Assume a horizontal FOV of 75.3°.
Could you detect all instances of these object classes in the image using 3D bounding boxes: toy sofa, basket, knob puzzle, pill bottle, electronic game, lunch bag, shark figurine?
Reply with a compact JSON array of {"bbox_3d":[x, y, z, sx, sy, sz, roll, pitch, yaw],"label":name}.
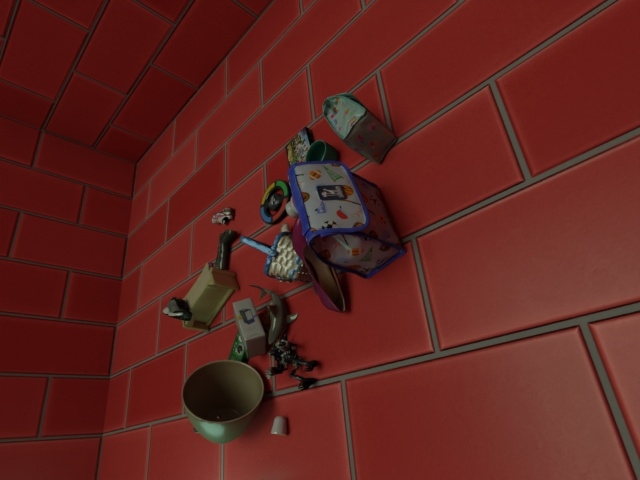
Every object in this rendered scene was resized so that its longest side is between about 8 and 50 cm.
[{"bbox_3d":[-0.595,0.299,2.205,0.363,0.150,0.177,-52,40,21],"label":"toy sofa"},{"bbox_3d":[-0.163,0.058,1.701,0.288,0.254,0.201,27,92,23],"label":"basket"},{"bbox_3d":[-0.210,0.350,1.848,0.213,0.030,0.213,-21,60,43],"label":"knob puzzle"},{"bbox_3d":[-0.063,-0.177,1.822,0.193,0.108,0.108,-33,53,36],"label":"pill bottle"},{"bbox_3d":[-0.227,-0.191,2.057,0.229,0.048,0.229,-21,61,42],"label":"electronic game"},{"bbox_3d":[0.073,-0.084,1.425,0.239,0.385,0.328,-41,48,31],"label":"lunch bag"},{"bbox_3d":[0.138,-0.448,1.614,0.160,0.223,0.262,-51,42,14],"label":"lunch bag"},{"bbox_3d":[-0.208,0.280,1.780,0.166,0.116,0.278,-34,56,15],"label":"shark figurine"}]

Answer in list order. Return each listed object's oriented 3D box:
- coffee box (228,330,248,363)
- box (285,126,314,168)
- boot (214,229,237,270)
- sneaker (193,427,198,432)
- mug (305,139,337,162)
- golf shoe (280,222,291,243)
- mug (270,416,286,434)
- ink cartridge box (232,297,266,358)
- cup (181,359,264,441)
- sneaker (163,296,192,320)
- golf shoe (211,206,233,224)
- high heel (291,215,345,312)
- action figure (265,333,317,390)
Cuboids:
[{"bbox_3d":[-0.370,0.501,1.960,0.113,0.040,0.184,17,88,50],"label":"coffee box"},{"bbox_3d":[-0.090,-0.409,1.989,0.159,0.044,0.233,-37,51,33],"label":"box"},{"bbox_3d":[-0.524,0.056,2.275,0.189,0.076,0.209,-26,49,57],"label":"boot"},{"bbox_3d":[-0.595,0.896,2.042,0.158,0.064,0.061,-48,46,25],"label":"sneaker"},{"bbox_3d":[0.005,-0.351,1.821,0.158,0.097,0.129,-54,44,20],"label":"mug"},{"bbox_3d":[-0.130,-0.003,1.881,0.086,0.069,0.176,-19,67,24],"label":"golf shoe"},{"bbox_3d":[-0.166,0.730,1.634,0.078,0.062,0.064,-17,55,36],"label":"mug"},{"bbox_3d":[-0.314,0.386,1.833,0.154,0.093,0.212,95,155,-45],"label":"ink cartridge box"},{"bbox_3d":[-0.412,0.710,1.756,0.331,0.331,0.237,42,132,47],"label":"cup"},{"bbox_3d":[-0.741,0.353,2.158,0.271,0.100,0.108,4,72,51],"label":"sneaker"},{"bbox_3d":[-0.573,-0.126,2.403,0.186,0.067,0.086,-24,60,40],"label":"golf shoe"},{"bbox_3d":[0.010,0.085,1.514,0.127,0.377,0.181,-31,31,-18],"label":"high heel"},{"bbox_3d":[-0.136,0.471,1.638,0.275,0.140,0.164,15,89,46],"label":"action figure"}]
